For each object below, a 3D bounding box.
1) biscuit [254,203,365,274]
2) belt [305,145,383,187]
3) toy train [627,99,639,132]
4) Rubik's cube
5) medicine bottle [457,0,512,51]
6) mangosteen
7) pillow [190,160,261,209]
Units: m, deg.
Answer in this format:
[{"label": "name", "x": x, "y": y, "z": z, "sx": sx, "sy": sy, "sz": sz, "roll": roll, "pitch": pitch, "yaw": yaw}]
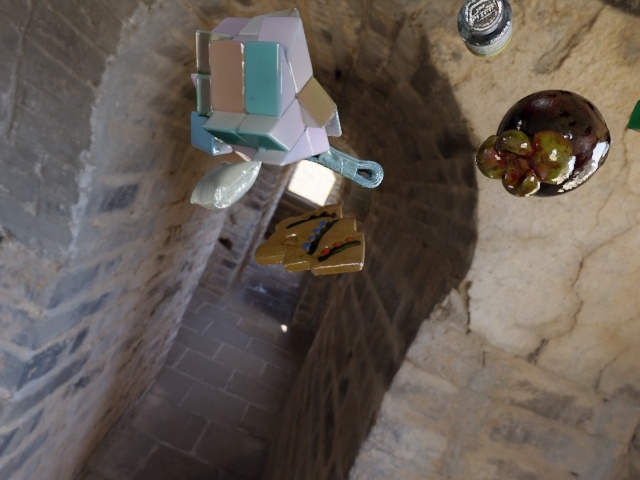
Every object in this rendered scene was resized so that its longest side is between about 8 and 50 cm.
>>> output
[{"label": "biscuit", "x": 0.000, "y": -0.001, "z": 1.180, "sx": 0.278, "sy": 0.043, "sz": 0.302, "roll": -36, "pitch": 39, "yaw": -29}, {"label": "belt", "x": 0.060, "y": -0.241, "z": 1.457, "sx": 0.303, "sy": 0.087, "sz": 0.072, "roll": 20, "pitch": 6, "yaw": -32}, {"label": "toy train", "x": 0.740, "y": -0.240, "z": 0.986, "sx": 0.228, "sy": 0.091, "sz": 0.136, "roll": 13, "pitch": 11, "yaw": -15}, {"label": "Rubik's cube", "x": -0.146, "y": -0.355, "z": 1.162, "sx": 0.359, "sy": 0.367, "sz": 0.387, "roll": 10, "pitch": -36, "yaw": 24}, {"label": "medicine bottle", "x": 0.459, "y": -0.603, "z": 1.342, "sx": 0.142, "sy": 0.141, "sz": 0.293, "roll": 26, "pitch": 19, "yaw": 15}, {"label": "mangosteen", "x": 0.408, "y": -0.171, "z": 0.875, "sx": 0.210, "sy": 0.209, "sz": 0.210, "roll": 24, "pitch": 7, "yaw": -3}, {"label": "pillow", "x": -0.232, "y": -0.136, "z": 1.155, "sx": 0.078, "sy": 0.144, "sz": 0.254, "roll": 41, "pitch": -13, "yaw": -24}]
